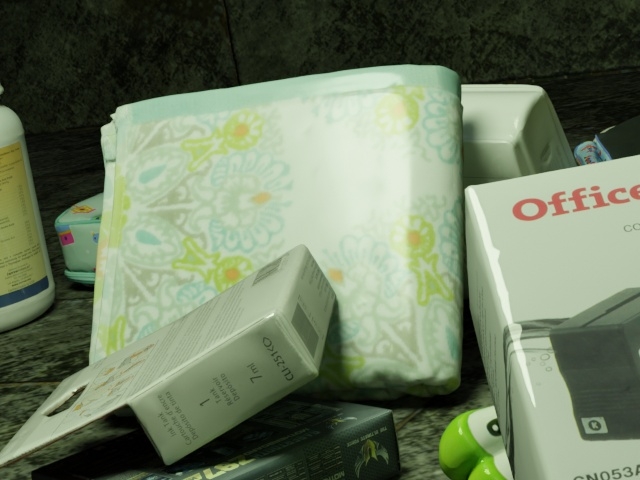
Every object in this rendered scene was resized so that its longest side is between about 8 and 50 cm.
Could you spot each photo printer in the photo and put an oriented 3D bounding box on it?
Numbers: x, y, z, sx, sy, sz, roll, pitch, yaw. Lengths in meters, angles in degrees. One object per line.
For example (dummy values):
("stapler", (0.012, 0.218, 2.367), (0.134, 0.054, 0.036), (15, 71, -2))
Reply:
("photo printer", (0.125, -0.049, 1.789), (0.308, 0.256, 0.107), (3, 45, 36))

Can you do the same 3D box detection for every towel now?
("towel", (-0.045, 0.003, 1.606), (0.375, 0.320, 0.090), (-6, -21, 20))

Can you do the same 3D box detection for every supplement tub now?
("supplement tub", (-0.471, -0.046, 2.118), (0.228, 0.316, 0.228), (-9, 11, 2))

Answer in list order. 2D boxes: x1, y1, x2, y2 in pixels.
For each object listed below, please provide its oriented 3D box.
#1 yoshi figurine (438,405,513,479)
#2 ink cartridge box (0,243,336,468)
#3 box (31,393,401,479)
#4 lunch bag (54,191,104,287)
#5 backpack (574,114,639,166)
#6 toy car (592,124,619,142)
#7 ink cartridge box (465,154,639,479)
("yoshi figurine", (0.255, 0.090, 1.189), (0.362, 0.203, 0.203), (-19, 21, -29))
("ink cartridge box", (-0.118, 0.114, 1.386), (0.261, 0.066, 0.296), (-30, 6, 8))
("box", (-0.081, 0.183, 1.325), (0.233, 0.059, 0.183), (-19, 14, -40))
("lunch bag", (-0.206, -0.014, 2.273), (0.224, 0.107, 0.279), (3, 18, 30))
("backpack", (0.351, -0.028, 1.748), (0.117, 0.173, 0.158), (-23, 28, 6))
("toy car", (0.366, -0.041, 1.902), (0.182, 0.159, 0.136), (-6, 47, -35))
("ink cartridge box", (0.220, 0.095, 0.954), (0.223, 0.129, 0.307), (-10, 47, -1))
